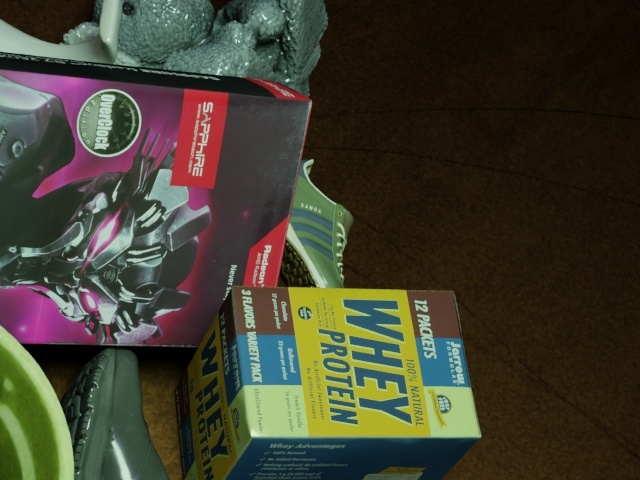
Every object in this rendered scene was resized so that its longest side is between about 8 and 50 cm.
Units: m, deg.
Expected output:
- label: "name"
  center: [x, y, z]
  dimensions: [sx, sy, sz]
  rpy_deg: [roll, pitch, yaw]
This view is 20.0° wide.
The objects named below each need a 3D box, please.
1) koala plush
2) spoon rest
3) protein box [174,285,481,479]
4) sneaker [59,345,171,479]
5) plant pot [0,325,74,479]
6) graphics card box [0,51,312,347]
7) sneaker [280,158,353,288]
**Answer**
- label: "koala plush"
  center: [-0.125, -0.192, 1.733]
  dimensions: [0.221, 0.203, 0.196]
  rpy_deg: [22, 66, 19]
- label: "spoon rest"
  center: [-0.310, -0.177, 1.664]
  dimensions: [0.276, 0.084, 0.137]
  rpy_deg: [0, 62, 12]
- label: "protein box"
  center: [0.000, 0.145, 1.538]
  dimensions: [0.199, 0.201, 0.136]
  rpy_deg: [2, 60, -19]
- label: "sneaker"
  center: [-0.165, 0.225, 1.505]
  dimensions: [0.130, 0.109, 0.286]
  rpy_deg: [14, 62, -25]
- label: "plant pot"
  center: [-0.340, 0.208, 1.345]
  dimensions: [0.276, 0.254, 0.276]
  rpy_deg: [9, 58, -14]
- label: "graphics card box"
  center: [-0.200, -0.033, 1.510]
  dimensions: [0.370, 0.233, 0.094]
  rpy_deg: [5, 15, -29]
- label: "sneaker"
  center: [0.000, 0.000, 1.706]
  dimensions: [0.086, 0.064, 0.192]
  rpy_deg: [-22, 67, -24]
